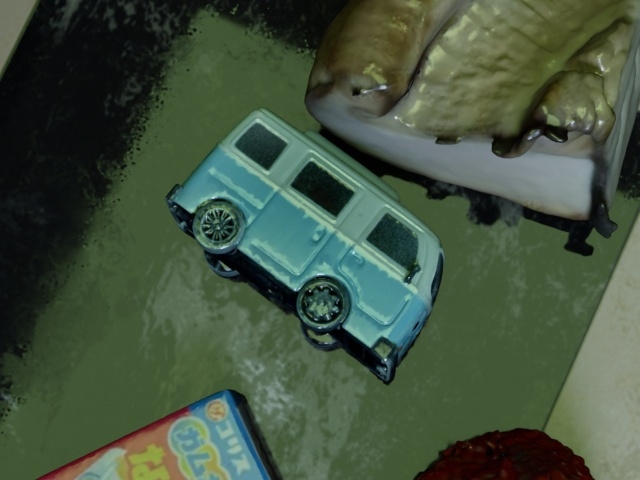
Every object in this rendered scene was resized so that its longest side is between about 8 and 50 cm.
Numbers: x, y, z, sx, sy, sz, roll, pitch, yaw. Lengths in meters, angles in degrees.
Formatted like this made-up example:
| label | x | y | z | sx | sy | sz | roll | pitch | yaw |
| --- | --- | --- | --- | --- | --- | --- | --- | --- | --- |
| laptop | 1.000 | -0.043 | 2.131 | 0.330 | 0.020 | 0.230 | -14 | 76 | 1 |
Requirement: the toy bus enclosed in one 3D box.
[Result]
| label | x | y | z | sx | sy | sz | roll | pitch | yaw |
| --- | --- | --- | --- | --- | --- | --- | --- | --- | --- |
| toy bus | 0.000 | 0.000 | 1.433 | 0.271 | 0.133 | 0.165 | 37 | 80 | 9 |

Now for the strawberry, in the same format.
| label | x | y | z | sx | sy | sz | roll | pitch | yaw |
| --- | --- | --- | --- | --- | --- | --- | --- | --- | --- |
| strawberry | 0.172 | 0.264 | 1.329 | 0.205 | 0.244 | 0.205 | -1 | 79 | 3 |

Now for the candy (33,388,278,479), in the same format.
| label | x | y | z | sx | sy | sz | roll | pitch | yaw |
| --- | --- | --- | --- | --- | --- | --- | --- | --- | --- |
| candy | -0.188 | 0.279 | 1.414 | 0.305 | 0.100 | 0.157 | -25 | 81 | -3 |

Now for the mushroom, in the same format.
| label | x | y | z | sx | sy | sz | roll | pitch | yaw |
| --- | --- | --- | --- | --- | --- | --- | --- | --- | --- |
| mushroom | 0.195 | -0.247 | 1.445 | 0.313 | 0.224 | 0.397 | 16 | 75 | 19 |
